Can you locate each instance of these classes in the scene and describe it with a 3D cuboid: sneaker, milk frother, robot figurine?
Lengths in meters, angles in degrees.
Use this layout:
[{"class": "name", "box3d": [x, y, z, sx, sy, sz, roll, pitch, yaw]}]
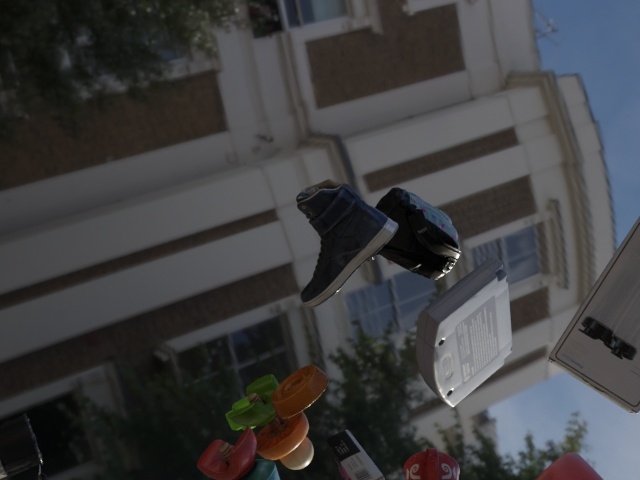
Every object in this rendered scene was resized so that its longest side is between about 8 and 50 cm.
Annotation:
[{"class": "sneaker", "box3d": [0.001, -0.001, 1.651, 0.163, 0.086, 0.226, 39, -66, -9]}, {"class": "milk frother", "box3d": [-0.490, 0.363, 1.473, 0.143, 0.135, 0.129, 53, -24, 44]}, {"class": "robot figurine", "box3d": [-0.147, 0.370, 2.096, 0.067, 0.115, 0.101, 65, -21, 1]}]

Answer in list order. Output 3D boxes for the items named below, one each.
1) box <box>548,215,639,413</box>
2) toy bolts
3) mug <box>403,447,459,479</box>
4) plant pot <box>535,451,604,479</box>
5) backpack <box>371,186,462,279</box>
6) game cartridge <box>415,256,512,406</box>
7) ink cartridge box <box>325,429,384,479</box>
[{"class": "box", "box3d": [0.525, 0.123, 1.605, 0.169, 0.290, 0.087, 31, -3, 15]}, {"class": "toy bolts", "box3d": [-0.056, 0.329, 1.521, 0.218, 0.228, 0.158, -26, -73, 39]}, {"class": "mug", "box3d": [0.211, 0.502, 1.886, 0.150, 0.113, 0.169, 54, 23, -27]}, {"class": "plant pot", "box3d": [0.494, 0.575, 1.803, 0.243, 0.275, 0.275, 37, -42, 31]}, {"class": "backpack", "box3d": [0.178, -0.012, 1.798, 0.152, 0.182, 0.115, -47, -155, 33]}, {"class": "game cartridge", "box3d": [0.266, 0.180, 1.776, 0.062, 0.198, 0.297, 46, -18, 38]}, {"class": "ink cartridge box", "box3d": [0.108, 0.592, 2.026, 0.176, 0.069, 0.371, 44, -25, 58]}]
